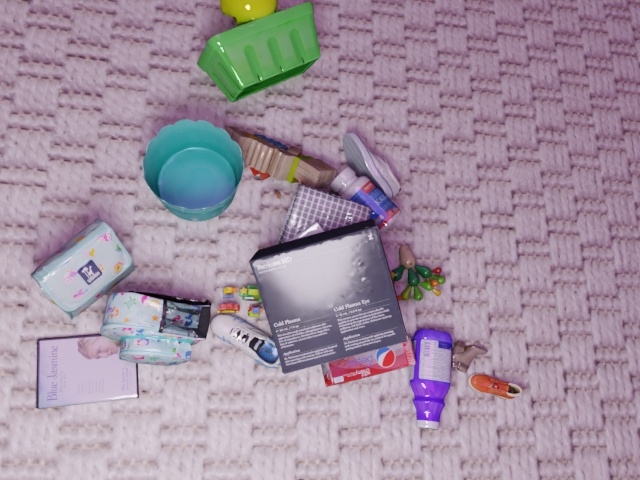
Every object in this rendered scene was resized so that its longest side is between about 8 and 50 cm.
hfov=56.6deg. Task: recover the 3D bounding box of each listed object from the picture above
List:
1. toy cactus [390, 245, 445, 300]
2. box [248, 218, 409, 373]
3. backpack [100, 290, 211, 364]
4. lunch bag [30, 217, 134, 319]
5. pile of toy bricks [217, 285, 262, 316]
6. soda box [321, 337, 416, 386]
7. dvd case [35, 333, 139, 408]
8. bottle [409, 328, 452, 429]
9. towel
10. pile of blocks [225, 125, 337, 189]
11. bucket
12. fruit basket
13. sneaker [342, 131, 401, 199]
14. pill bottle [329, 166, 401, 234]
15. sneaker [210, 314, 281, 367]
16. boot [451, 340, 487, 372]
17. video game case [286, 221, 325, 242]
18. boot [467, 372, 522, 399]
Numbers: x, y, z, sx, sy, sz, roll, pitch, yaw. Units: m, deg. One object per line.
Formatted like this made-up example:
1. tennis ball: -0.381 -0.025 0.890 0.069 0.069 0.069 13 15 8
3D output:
1. toy cactus: 0.280 0.100 1.844 0.218 0.112 0.181 -9 66 -8
2. box: 0.025 0.140 1.579 0.343 0.179 0.313 -15 99 3
3. backpack: -0.436 0.224 1.539 0.253 0.225 0.191 20 66 -23
4. lunch bag: -0.613 0.071 1.534 0.223 0.262 0.160 -42 86 -22
5. pile of toy bricks: -0.186 0.155 1.698 0.212 0.105 0.118 1 73 -14
6. soda box: 0.138 0.353 1.724 0.263 0.092 0.084 -9 75 -16
7. dvd case: -0.616 0.340 1.578 0.253 0.022 0.180 -3 74 -15
8. bottle: 0.324 0.408 1.754 0.118 0.092 0.283 10 71 -10
9. towel: 0.000 0.000 1.737 0.235 0.121 0.284 17 93 -8
10. pile of blocks: -0.136 -0.237 1.848 0.362 0.149 0.113 25 112 4
11. bucket: -0.359 -0.192 1.708 0.281 0.183 0.281 2 77 -9
12. fruit basket: -0.212 -0.669 1.848 0.392 0.283 0.392 1 86 -21
13. sneaker: 0.166 -0.243 1.927 0.091 0.094 0.258 -31 89 -34
14. pill bottle: 0.135 -0.122 1.853 0.221 0.124 0.124 44 68 2
15. sneaker: -0.200 0.277 1.668 0.237 0.086 0.085 31 70 -2
16. boot: 0.453 0.364 1.831 0.118 0.042 0.087 17 76 -7
17. video game case: -0.028 0.096 1.679 0.206 0.026 0.227 -35 96 6
18. boot: 0.530 0.439 1.801 0.157 0.084 0.059 17 72 -7
